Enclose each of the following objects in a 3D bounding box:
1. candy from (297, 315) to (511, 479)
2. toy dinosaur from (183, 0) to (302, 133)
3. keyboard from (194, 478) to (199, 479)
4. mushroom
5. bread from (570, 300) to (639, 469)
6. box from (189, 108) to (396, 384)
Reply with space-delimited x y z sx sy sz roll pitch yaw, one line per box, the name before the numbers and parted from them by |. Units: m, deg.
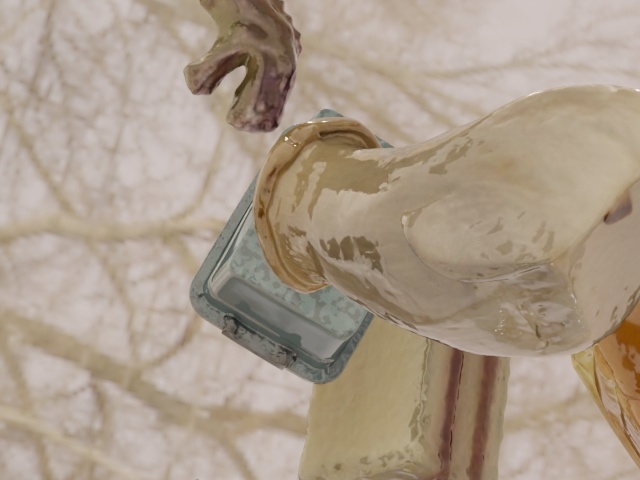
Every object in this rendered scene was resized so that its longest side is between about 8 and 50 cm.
candy | 0.096 0.117 1.886 0.179 0.135 0.321 -12 -120 45
toy dinosaur | -0.008 -0.187 0.927 0.251 0.200 0.072 -47 180 -24
keyboard | -0.127 0.306 1.651 0.093 0.025 0.230 -46 -154 16
mushroom | 0.061 -0.004 0.787 0.247 0.096 0.108 0 -63 56
bread | 0.240 0.094 1.003 0.136 0.107 0.241 -33 -105 -3
box | 0.000 0.000 1.670 0.227 0.162 0.130 -60 -176 -24
